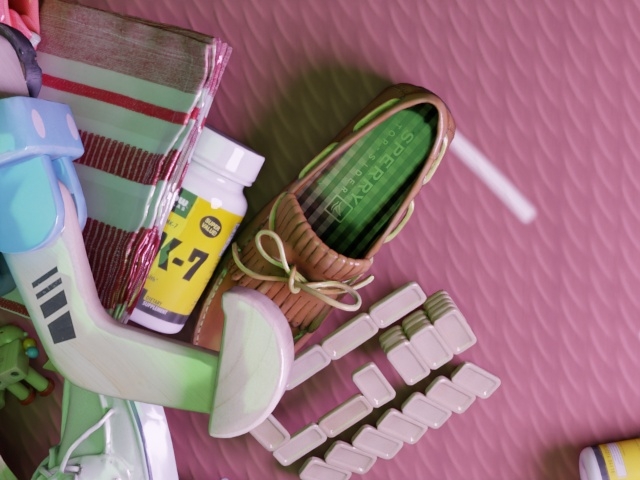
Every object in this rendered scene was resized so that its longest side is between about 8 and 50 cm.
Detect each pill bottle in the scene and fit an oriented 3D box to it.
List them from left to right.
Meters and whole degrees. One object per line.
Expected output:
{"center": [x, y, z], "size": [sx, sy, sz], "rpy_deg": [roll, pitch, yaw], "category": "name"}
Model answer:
{"center": [-0.150, -0.019, 1.350], "size": [0.119, 0.119, 0.208], "rpy_deg": [29, 95, -1], "category": "pill bottle"}
{"center": [0.373, 0.255, 1.364], "size": [0.184, 0.103, 0.103], "rpy_deg": [-10, 94, 3], "category": "pill bottle"}

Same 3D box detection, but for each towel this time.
{"center": [-0.247, -0.078, 1.316], "size": [0.237, 0.037, 0.329], "rpy_deg": [16, 83, 26], "category": "towel"}

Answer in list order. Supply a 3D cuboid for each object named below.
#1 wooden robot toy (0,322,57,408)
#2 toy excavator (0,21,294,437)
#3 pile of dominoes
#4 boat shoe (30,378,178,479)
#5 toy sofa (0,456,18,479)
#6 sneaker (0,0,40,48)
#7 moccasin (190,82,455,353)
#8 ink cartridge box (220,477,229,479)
{"center": [-0.337, 0.131, 1.406], "size": [0.173, 0.079, 0.076], "rpy_deg": [-24, 138, 16], "category": "wooden robot toy"}
{"center": [-0.280, 0.001, 1.181], "size": [0.433, 0.222, 0.445], "rpy_deg": [-17, 92, 5], "category": "toy excavator"}
{"center": [0.048, 0.153, 1.374], "size": [0.251, 0.040, 0.196], "rpy_deg": [-33, 127, 5], "category": "pile of dominoes"}
{"center": [-0.238, 0.261, 1.308], "size": [0.156, 0.136, 0.367], "rpy_deg": [-13, 99, -33], "category": "boat shoe"}
{"center": [-0.462, 0.176, 1.337], "size": [0.150, 0.177, 0.362], "rpy_deg": [-31, 80, 44], "category": "toy sofa"}
{"center": [-0.362, -0.194, 1.330], "size": [0.136, 0.116, 0.314], "rpy_deg": [16, 95, 14], "category": "sneaker"}
{"center": [0.002, 0.002, 1.332], "size": [0.380, 0.147, 0.139], "rpy_deg": [-45, 92, 5], "category": "moccasin"}
{"center": [-0.083, 0.408, 1.390], "size": [0.223, 0.045, 0.224], "rpy_deg": [38, 108, 12], "category": "ink cartridge box"}
